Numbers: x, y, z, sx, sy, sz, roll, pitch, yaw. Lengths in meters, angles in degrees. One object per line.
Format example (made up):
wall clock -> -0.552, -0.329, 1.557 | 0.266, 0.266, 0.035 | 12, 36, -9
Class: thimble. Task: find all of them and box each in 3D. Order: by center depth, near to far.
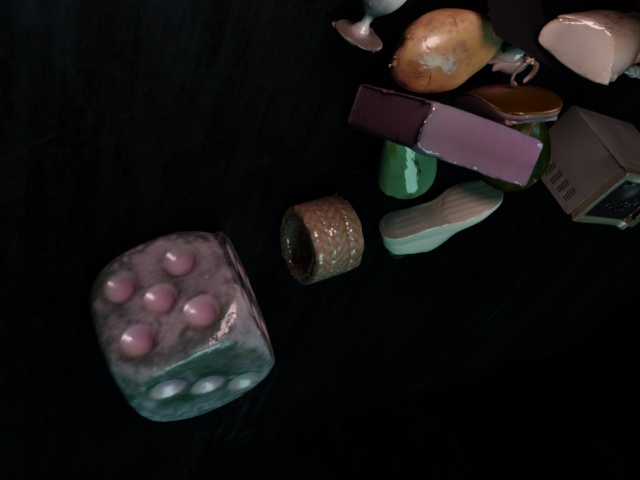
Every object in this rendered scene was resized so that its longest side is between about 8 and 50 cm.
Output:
thimble -> 0.003, 0.002, 1.681 | 0.148, 0.196, 0.229 | -15, 146, -22

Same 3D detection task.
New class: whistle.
whistle -> 0.833, -0.446, 1.819 | 0.100, 0.035, 0.035 | -3, 142, -33

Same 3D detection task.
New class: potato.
potato -> 0.241, -0.381, 1.358 | 0.235, 0.128, 0.161 | -36, 126, 1

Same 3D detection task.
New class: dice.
dice -> -0.309, 0.196, 1.599 | 0.348, 0.330, 0.328 | -26, 150, -6

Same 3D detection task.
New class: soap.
soap -> 0.241, -0.217, 1.393 | 0.286, 0.296, 0.107 | 11, 103, -29

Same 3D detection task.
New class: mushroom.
mushroom -> 0.619, -0.424, 1.480 | 0.408, 0.154, 0.137 | -22, 137, -45

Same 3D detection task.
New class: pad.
pad -> 0.393, -0.444, 1.364 | 0.004, 0.163, 0.243 | -19, 162, 42

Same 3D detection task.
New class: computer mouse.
computer mouse -> 0.397, -0.302, 1.492 | 0.159, 0.310, 0.071 | -6, 107, -8

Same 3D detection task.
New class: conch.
conch -> 0.213, -0.206, 1.636 | 0.144, 0.137, 0.250 | 4, 124, -2

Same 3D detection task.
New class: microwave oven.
microwave oven -> 0.781, -0.190, 1.919 | 0.355, 0.286, 0.218 | 2, 139, -41

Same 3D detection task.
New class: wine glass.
wine glass -> 0.111, -0.445, 1.192 | 0.103, 0.103, 0.222 | -2, 139, -36

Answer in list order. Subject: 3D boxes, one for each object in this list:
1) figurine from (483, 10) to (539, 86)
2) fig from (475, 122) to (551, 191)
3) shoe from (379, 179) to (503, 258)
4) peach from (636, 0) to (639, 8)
figurine -> 0.392, -0.391, 1.438 | 0.132, 0.153, 0.132 | -20, 149, -12
fig -> 0.486, -0.236, 1.712 | 0.196, 0.195, 0.244 | -14, 156, -21
shoe -> 0.343, -0.047, 1.947 | 0.363, 0.131, 0.160 | -20, 148, -4
peach -> 0.795, -0.560, 1.460 | 0.244, 0.199, 0.243 | -11, 143, -9
